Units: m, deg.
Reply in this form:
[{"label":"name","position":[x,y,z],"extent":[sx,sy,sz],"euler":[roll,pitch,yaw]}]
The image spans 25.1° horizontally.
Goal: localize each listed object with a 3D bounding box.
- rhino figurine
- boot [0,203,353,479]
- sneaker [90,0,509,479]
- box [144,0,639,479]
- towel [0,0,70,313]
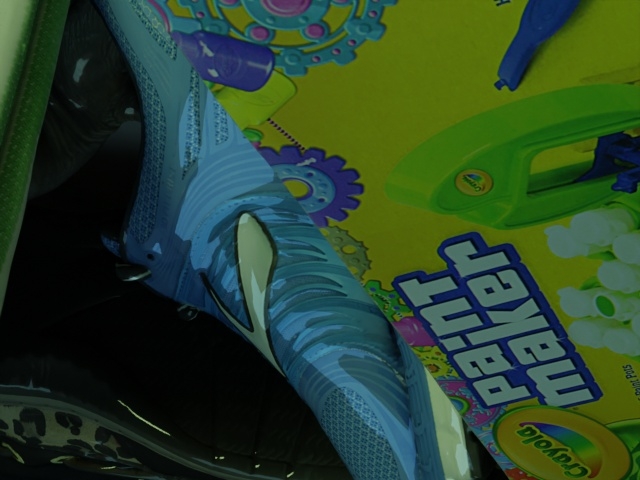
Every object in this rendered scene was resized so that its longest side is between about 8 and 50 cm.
[{"label":"rhino figurine","position":[-0.157,-0.052,0.637],"extent":[0.243,0.073,0.106],"euler":[-27,133,-4]},{"label":"boot","position":[-0.086,0.095,0.823],"extent":[0.377,0.138,0.284],"euler":[5,156,8]},{"label":"sneaker","position":[0.000,0.000,0.602],"extent":[0.147,0.130,0.330],"euler":[-8,113,28]},{"label":"box","position":[0.132,-0.088,0.388],"extent":[0.279,0.177,0.290],"euler":[-16,140,19]},{"label":"towel","position":[-0.241,-0.045,0.563],"extent":[0.324,0.248,0.038],"euler":[-10,144,23]}]
